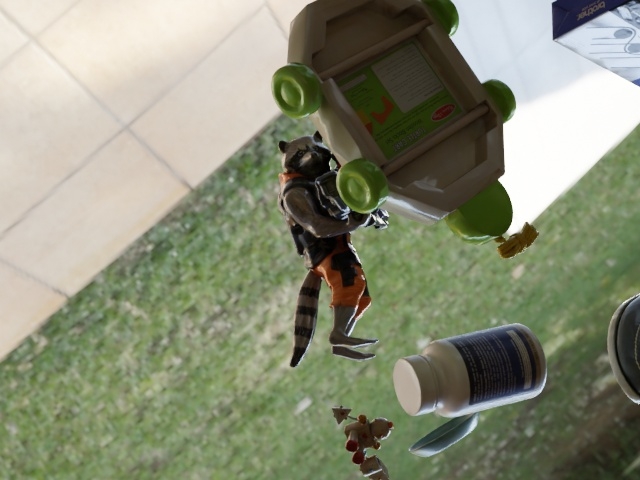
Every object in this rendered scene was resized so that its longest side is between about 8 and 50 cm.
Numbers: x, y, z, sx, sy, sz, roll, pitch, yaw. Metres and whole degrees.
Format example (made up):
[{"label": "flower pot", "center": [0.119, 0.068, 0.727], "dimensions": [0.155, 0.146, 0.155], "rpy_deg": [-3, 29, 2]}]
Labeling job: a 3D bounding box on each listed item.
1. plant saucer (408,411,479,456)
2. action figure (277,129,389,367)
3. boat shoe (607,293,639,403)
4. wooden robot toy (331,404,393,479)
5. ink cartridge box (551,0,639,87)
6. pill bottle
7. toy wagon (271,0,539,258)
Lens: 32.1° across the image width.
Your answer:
[{"label": "plant saucer", "center": [0.180, 0.276, 1.580], "dimensions": [0.119, 0.021, 0.119], "rpy_deg": [-31, 175, -3]}, {"label": "action figure", "center": [0.000, 0.000, 1.571], "dimensions": [0.178, 0.330, 0.341], "rpy_deg": [-15, 167, 12]}, {"label": "boat shoe", "center": [0.479, 0.105, 1.482], "dimensions": [0.099, 0.116, 0.319], "rpy_deg": [-32, -178, 43]}, {"label": "wooden robot toy", "center": [0.085, 0.322, 1.794], "dimensions": [0.079, 0.173, 0.076], "rpy_deg": [-23, -159, 10]}, {"label": "ink cartridge box", "center": [0.327, -0.191, 1.067], "dimensions": [0.207, 0.046, 0.097], "rpy_deg": [18, 154, -33]}, {"label": "pill bottle", "center": [0.177, 0.159, 1.335], "dimensions": [0.169, 0.094, 0.094], "rpy_deg": [-9, 144, -24]}, {"label": "toy wagon", "center": [0.106, -0.119, 1.203], "dimensions": [0.267, 0.344, 0.068], "rpy_deg": [-33, 179, -40]}]
